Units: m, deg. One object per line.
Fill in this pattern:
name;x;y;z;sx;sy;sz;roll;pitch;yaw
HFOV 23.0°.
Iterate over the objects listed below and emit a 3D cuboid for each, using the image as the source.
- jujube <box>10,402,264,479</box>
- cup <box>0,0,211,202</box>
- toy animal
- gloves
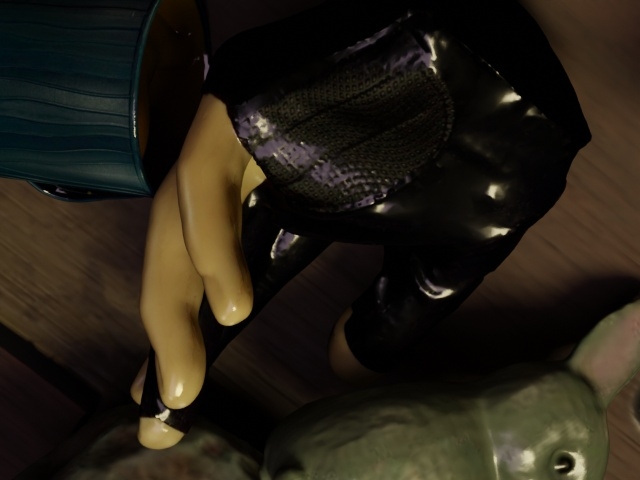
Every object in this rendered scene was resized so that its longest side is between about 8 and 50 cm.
jujube;-0.057;0.239;0.926;0.317;0.226;0.226;38;122;-10
cup;-0.141;-0.070;0.841;0.138;0.113;0.150;7;118;14
toy animal;0.085;0.112;0.828;0.236;0.108;0.138;-20;157;2
gloves;0.002;-0.007;0.806;0.197;0.152;0.301;34;105;-32
